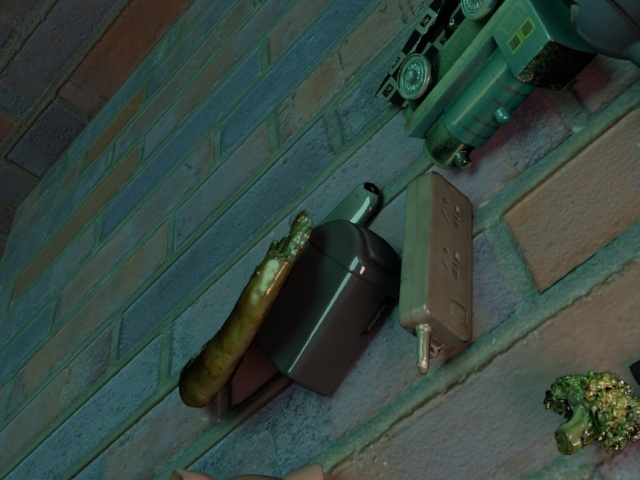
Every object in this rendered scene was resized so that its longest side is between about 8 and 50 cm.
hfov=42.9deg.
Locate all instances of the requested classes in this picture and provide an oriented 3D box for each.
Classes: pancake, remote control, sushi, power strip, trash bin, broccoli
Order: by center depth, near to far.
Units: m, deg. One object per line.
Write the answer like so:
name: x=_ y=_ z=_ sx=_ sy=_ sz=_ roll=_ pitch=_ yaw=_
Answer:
broccoli: x=0.256 y=0.165 z=0.777 sx=0.092 sy=0.095 sz=0.097 roll=-28 pitch=59 yaw=-17
power strip: x=0.147 y=0.043 z=1.041 sx=0.053 sy=0.093 sz=0.288 roll=-27 pitch=41 yaw=37
trash bin: x=0.014 y=0.087 z=1.191 sx=0.236 sy=0.101 sz=0.176 roll=-58 pitch=31 yaw=1
pancake: x=-0.129 y=0.114 z=1.271 sx=0.305 sy=0.067 sz=0.427 roll=-65 pitch=7 yaw=-24
remote control: x=0.002 y=0.001 z=1.343 sx=0.256 sy=0.045 sz=0.097 roll=-47 pitch=31 yaw=12
sushi: x=0.220 y=-0.334 z=1.348 sx=0.279 sy=0.043 sz=0.192 roll=-60 pitch=33 yaw=5

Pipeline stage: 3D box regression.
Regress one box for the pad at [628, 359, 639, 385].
pad: x=0.373 y=0.149 z=0.683 sx=0.174 sy=0.022 sz=0.233 roll=-40 pitch=33 yaw=25

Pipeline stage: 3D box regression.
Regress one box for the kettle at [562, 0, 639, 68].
kettle: x=0.432 y=-0.317 z=0.859 sx=0.342 sy=0.247 sz=0.319 roll=-47 pitch=64 yaw=16

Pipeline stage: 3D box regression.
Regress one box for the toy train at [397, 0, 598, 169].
toy train: x=0.227 y=-0.231 z=1.129 sx=0.298 sy=0.120 sz=0.194 roll=-50 pitch=47 yaw=42

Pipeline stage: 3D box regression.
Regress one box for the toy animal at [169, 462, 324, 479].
toy animal: x=-0.051 y=0.388 z=0.925 sx=0.256 sy=0.195 sz=0.213 roll=20 pitch=104 yaw=61
